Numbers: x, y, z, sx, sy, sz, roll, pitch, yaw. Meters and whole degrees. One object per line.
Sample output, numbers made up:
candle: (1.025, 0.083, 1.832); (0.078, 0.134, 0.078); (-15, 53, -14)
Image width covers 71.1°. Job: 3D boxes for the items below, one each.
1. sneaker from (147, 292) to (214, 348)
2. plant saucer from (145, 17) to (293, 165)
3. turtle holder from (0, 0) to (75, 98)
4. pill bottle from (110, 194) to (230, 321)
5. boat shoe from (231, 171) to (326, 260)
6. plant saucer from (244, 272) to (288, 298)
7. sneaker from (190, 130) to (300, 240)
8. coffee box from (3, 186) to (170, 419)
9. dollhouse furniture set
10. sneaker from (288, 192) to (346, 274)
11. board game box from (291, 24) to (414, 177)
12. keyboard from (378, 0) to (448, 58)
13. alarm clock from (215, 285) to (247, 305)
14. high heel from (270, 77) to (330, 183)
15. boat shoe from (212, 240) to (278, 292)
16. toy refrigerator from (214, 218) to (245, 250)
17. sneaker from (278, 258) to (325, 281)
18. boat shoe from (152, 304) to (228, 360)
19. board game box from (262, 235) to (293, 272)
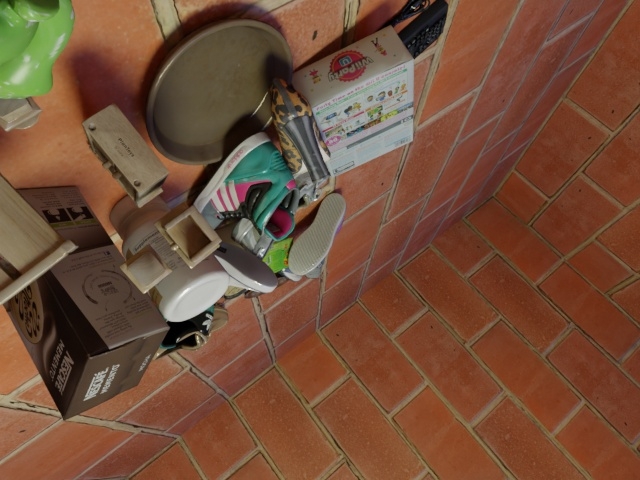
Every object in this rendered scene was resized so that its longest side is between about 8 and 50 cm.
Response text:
sneaker: (-0.383, 0.183, 0.987); (0.303, 0.120, 0.108); (-14, 146, 6)
plant saucer: (-0.166, -0.243, 0.747); (0.278, 0.041, 0.277); (-35, 159, -15)
turtle holder: (-0.340, -0.193, 0.305); (0.228, 0.243, 0.320); (-31, -156, 17)
pill bottle: (-0.280, 0.022, 0.814); (0.131, 0.229, 0.131); (-36, 160, -15)
boat shoe: (-0.076, -0.084, 1.112); (0.320, 0.103, 0.118); (-44, 174, -25)
plant saucer: (-0.185, 0.150, 1.526); (0.169, 0.029, 0.168); (-25, 166, -7)
sneaker: (-0.143, -0.062, 0.916); (0.295, 0.178, 0.124); (-42, 176, 41)
coffee box: (-0.372, 0.082, 0.667); (0.119, 0.297, 0.168); (-15, 148, -52)
dollhouse furniture set: (-0.366, 0.000, 0.572); (0.356, 0.303, 0.174); (-41, -166, -18)
sneaker: (0.001, 0.000, 1.418); (0.282, 0.102, 0.161); (-56, 170, -13)
board game box: (0.081, -0.278, 0.971); (0.224, 0.097, 0.303); (-25, 161, 2)
keyboard: (0.161, -0.420, 0.999); (0.317, 0.033, 0.201); (-42, 161, 0)
alarm clock: (-0.259, 0.126, 1.331); (0.192, 0.064, 0.129); (-53, 158, 22)
high heel: (-0.052, -0.219, 0.862); (0.093, 0.186, 0.261); (-26, -160, -4)
boat shoe: (-0.222, 0.058, 1.007); (0.084, 0.258, 0.095); (-58, -175, 29)
toy refrigerator: (-0.260, 0.046, 1.111); (0.270, 0.094, 0.102); (-28, 157, -31)
sneaker: (-0.071, 0.060, 1.531); (0.283, 0.110, 0.122); (-2, 119, -65)
boat shoe: (-0.392, 0.283, 1.346); (0.121, 0.110, 0.341); (-50, 159, 23)
board game box: (-0.147, 0.047, 1.311); (0.181, 0.043, 0.092); (-22, 119, -57)
